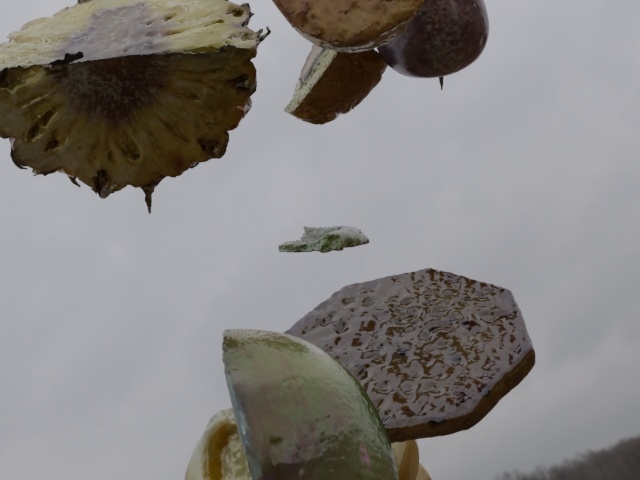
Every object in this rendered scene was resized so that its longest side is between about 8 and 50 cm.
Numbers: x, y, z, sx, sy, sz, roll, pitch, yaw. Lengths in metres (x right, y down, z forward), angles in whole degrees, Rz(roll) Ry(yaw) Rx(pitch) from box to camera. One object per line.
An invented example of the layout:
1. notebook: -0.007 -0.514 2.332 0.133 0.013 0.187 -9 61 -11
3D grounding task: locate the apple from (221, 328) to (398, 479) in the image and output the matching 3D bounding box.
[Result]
1. apple: -0.005 0.181 0.702 0.120 0.265 0.193 -25 -37 5

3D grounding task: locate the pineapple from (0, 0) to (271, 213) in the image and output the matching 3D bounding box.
1. pineapple: -0.224 -0.192 1.004 0.344 0.286 0.209 -7 -55 -1

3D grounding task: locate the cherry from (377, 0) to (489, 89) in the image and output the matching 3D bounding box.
1. cherry: 0.204 -0.410 1.513 0.213 0.236 0.286 -40 -50 -36

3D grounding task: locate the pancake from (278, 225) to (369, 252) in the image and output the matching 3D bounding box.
1. pancake: 0.000 -0.005 1.803 0.197 0.054 0.376 -10 3 -14

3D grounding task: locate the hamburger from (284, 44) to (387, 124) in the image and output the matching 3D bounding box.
1. hamburger: 0.033 -0.318 1.629 0.155 0.135 0.208 35 -95 -22

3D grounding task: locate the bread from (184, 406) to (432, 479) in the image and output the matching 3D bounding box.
1. bread: -0.025 0.413 1.430 0.423 0.329 0.245 -12 -30 18

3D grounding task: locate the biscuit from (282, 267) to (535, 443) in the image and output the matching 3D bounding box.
1. biscuit: 0.105 0.148 1.074 0.359 0.359 0.046 -22 -62 -13

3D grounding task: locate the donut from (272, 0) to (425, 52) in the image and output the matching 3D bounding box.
1. donut: 0.043 -0.416 1.250 0.277 0.278 0.108 -27 -11 -1
